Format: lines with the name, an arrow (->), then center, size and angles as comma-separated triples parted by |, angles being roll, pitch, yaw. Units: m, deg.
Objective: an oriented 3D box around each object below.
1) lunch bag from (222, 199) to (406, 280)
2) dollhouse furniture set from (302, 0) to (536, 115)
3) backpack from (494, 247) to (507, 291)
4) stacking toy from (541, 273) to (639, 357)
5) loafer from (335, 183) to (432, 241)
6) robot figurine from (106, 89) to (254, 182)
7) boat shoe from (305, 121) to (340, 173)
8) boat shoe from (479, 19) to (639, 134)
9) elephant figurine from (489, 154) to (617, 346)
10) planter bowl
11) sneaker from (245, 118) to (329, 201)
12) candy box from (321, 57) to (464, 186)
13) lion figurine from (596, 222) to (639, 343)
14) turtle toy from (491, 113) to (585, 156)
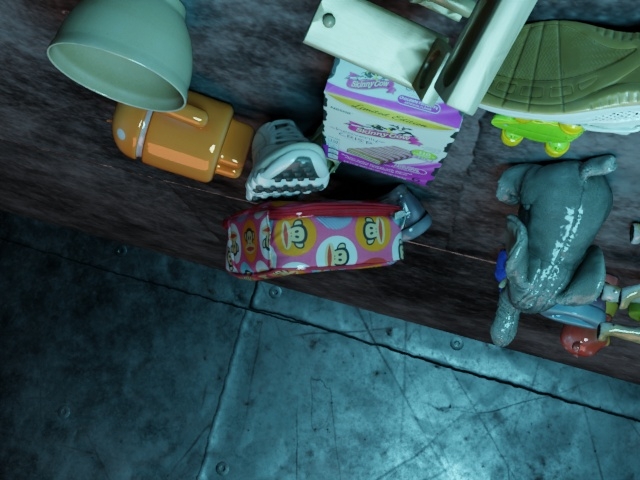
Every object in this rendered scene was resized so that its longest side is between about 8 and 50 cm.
lunch bag -> 0.000, 0.000, 1.272 | 0.258, 0.120, 0.293 | -2, 178, -28
dollhouse furniture set -> 0.074, -0.186, 0.645 | 0.123, 0.144, 0.151 | 20, -156, -15
backpack -> 0.401, 0.067, 1.479 | 0.098, 0.101, 0.120 | 16, 167, -32
stacking toy -> 0.594, 0.169, 1.604 | 0.280, 0.130, 0.309 | 9, 167, 33
loafer -> 0.072, -0.053, 1.434 | 0.303, 0.109, 0.095 | -1, 122, 52
robot figurine -> -0.214, -0.163, 1.184 | 0.220, 0.128, 0.158 | 18, -160, -8
boat shoe -> 0.000, -0.123, 1.208 | 0.068, 0.072, 0.190 | 17, 169, -3
boat shoe -> 0.264, -0.137, 0.721 | 0.277, 0.098, 0.096 | 8, 165, 31
elephant figurine -> 0.305, 0.024, 1.058 | 0.169, 0.239, 0.186 | 9, 166, 35
planter bowl -> -0.216, -0.232, 0.912 | 0.162, 0.109, 0.162 | 17, 168, 4
sneaker -> -0.056, -0.120, 1.128 | 0.110, 0.118, 0.292 | 1, 179, -13
candy box -> 0.086, -0.148, 0.982 | 0.159, 0.071, 0.233 | 16, 168, 4
lion figurine -> 0.587, 0.094, 1.260 | 0.240, 0.142, 0.392 | 7, 162, 11
turtle toy -> 0.223, -0.141, 0.833 | 0.130, 0.066, 0.095 | 16, 168, 6
